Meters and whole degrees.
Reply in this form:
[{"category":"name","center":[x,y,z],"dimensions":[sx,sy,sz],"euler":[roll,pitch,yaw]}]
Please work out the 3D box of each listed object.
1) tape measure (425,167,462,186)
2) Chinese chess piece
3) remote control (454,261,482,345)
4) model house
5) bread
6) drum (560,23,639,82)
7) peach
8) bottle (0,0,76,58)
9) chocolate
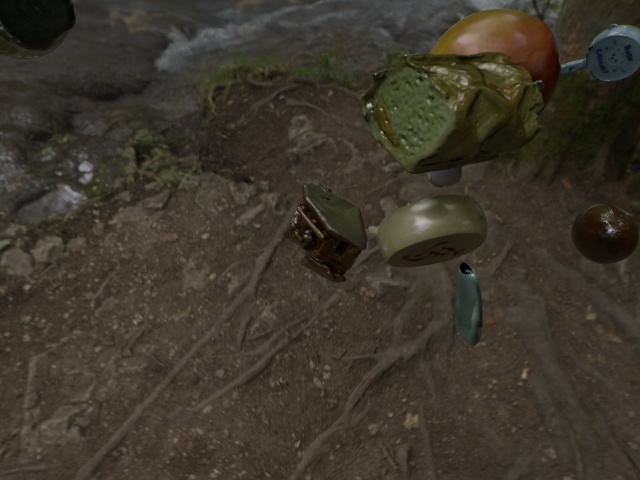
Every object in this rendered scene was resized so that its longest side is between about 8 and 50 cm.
[{"category":"tape measure","center":[0.340,-0.248,1.228],"dimensions":[0.105,0.178,0.196],"euler":[-3,97,15]},{"category":"Chinese chess piece","center":[0.276,-0.017,1.086],"dimensions":[0.273,0.273,0.102],"euler":[-9,69,-7]},{"category":"remote control","center":[0.358,0.161,1.067],"dimensions":[0.045,0.256,0.097],"euler":[-18,32,-10]},{"category":"model house","center":[0.001,-0.001,1.178],"dimensions":[0.199,0.229,0.220],"euler":[21,35,-7]},{"category":"bread","center":[0.240,-0.234,0.789],"dimensions":[0.251,0.196,0.239],"euler":[-17,52,-31]},{"category":"drum","center":[0.611,-0.429,1.016],"dimensions":[0.253,0.130,0.049],"euler":[14,53,41]},{"category":"peach","center":[0.380,-0.368,1.024],"dimensions":[0.307,0.308,0.332],"euler":[33,72,16]},{"category":"bottle","center":[-0.332,-0.252,0.461],"dimensions":[0.112,0.112,0.260],"euler":[-38,46,-22]},{"category":"chocolate","center":[0.761,-0.012,1.169],"dimensions":[0.176,0.177,0.177],"euler":[1,60,-2]}]
